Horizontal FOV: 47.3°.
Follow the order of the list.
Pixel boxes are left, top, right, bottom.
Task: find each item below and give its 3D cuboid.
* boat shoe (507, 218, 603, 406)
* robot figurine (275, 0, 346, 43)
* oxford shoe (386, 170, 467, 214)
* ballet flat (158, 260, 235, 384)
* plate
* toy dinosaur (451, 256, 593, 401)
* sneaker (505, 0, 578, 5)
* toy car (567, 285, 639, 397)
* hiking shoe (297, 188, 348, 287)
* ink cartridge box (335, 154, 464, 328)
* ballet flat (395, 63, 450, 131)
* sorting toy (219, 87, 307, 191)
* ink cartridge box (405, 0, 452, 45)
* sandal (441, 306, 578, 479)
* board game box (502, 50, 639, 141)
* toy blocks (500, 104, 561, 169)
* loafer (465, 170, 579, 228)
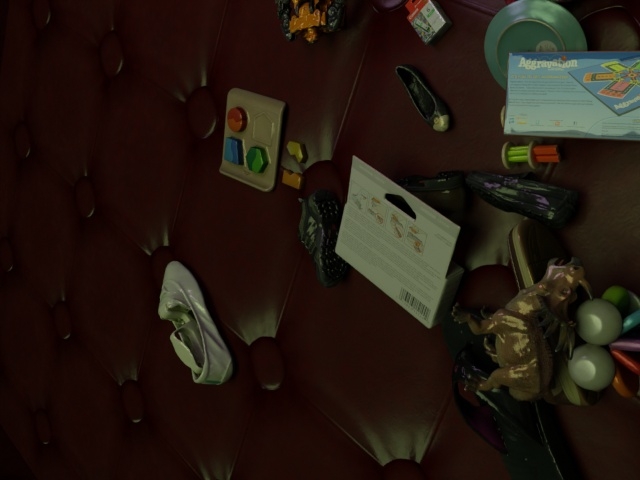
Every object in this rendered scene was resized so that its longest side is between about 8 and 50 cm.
[{"bbox_3d":[0.390,0.134,1.308,0.123,0.123,0.342,-19,93,50],"label":"boat shoe"},{"bbox_3d":[-0.011,-0.584,1.628,0.211,0.085,0.291,3,96,44],"label":"robot figurine"},{"bbox_3d":[0.201,-0.084,1.492,0.227,0.083,0.096,4,115,52],"label":"oxford shoe"},{"bbox_3d":[-0.373,0.225,2.041,0.139,0.139,0.400,-48,63,36],"label":"ballet flat"},{"bbox_3d":[0.371,-0.328,1.283,0.188,0.024,0.188,23,133,27],"label":"plate"},{"bbox_3d":[0.341,0.178,1.197,0.200,0.127,0.295,8,119,38],"label":"toy dinosaur"},{"bbox_3d":[0.433,-0.449,1.211,0.299,0.121,0.112,21,125,47],"label":"sneaker"},{"bbox_3d":[0.494,0.167,1.185,0.136,0.159,0.182,13,103,41],"label":"toy car"},{"bbox_3d":[0.000,0.000,1.704,0.114,0.086,0.227,-16,78,57],"label":"hiking shoe"},{"bbox_3d":[0.165,-0.006,1.501,0.296,0.066,0.261,39,135,33],"label":"ink cartridge box"},{"bbox_3d":[0.204,-0.287,1.482,0.057,0.049,0.173,-49,63,37],"label":"ballet flat"},{"bbox_3d":[-0.149,-0.243,1.830,0.307,0.041,0.229,25,112,39],"label":"sorting toy"},{"bbox_3d":[0.210,-0.455,1.470,0.063,0.029,0.115,-45,65,38],"label":"ink cartridge box"},{"bbox_3d":[0.341,0.328,1.366,0.446,0.107,0.167,64,145,17],"label":"sandal"},{"bbox_3d":[0.450,-0.241,1.216,0.281,0.027,0.145,8,104,27],"label":"board game box"},{"bbox_3d":[0.401,-0.190,1.304,0.148,0.054,0.123,1,95,43],"label":"toy blocks"},{"bbox_3d":[0.368,-0.090,1.343,0.223,0.076,0.078,27,81,43],"label":"loafer"}]
